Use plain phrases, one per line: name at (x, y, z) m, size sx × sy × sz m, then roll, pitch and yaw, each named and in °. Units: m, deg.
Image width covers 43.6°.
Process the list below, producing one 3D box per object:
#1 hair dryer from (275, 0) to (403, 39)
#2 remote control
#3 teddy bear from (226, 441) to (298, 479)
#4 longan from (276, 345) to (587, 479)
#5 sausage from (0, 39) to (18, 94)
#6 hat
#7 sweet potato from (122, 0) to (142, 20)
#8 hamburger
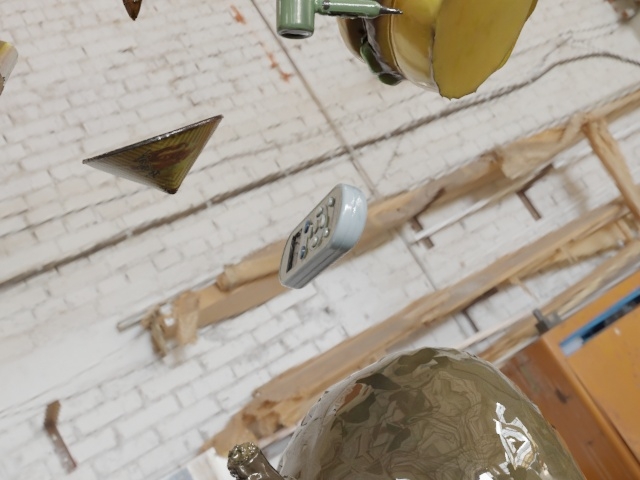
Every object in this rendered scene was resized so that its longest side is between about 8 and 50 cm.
hair dryer at (0.023, -0.272, 0.933) m, size 0.150 × 0.071 × 0.047 m, roll 1°, pitch -2°, yaw -4°
remote control at (0.000, 0.000, 1.034) m, size 0.047 × 0.087 × 0.244 m, roll 13°, pitch -22°, yaw -17°
teddy bear at (-0.046, 0.202, 0.547) m, size 0.078 × 0.119 × 0.160 m, roll -25°, pitch -8°, yaw 30°
longan at (0.128, 0.362, 0.948) m, size 0.404 × 0.436 × 0.404 m, roll -28°, pitch 10°, yaw 5°
sausage at (-0.615, -0.327, 1.497) m, size 0.082 × 0.082 × 0.371 m, roll -32°, pitch 26°, yaw -2°
hat at (-0.206, -0.099, 1.052) m, size 0.193 × 0.082 × 0.193 m, roll -19°, pitch 11°, yaw 4°
sweet potato at (-0.292, -0.460, 1.213) m, size 0.057 × 0.265 × 0.057 m, roll -6°, pitch -7°, yaw -1°
hamburger at (0.198, -0.466, 1.464) m, size 0.395 × 0.277 × 0.396 m, roll -36°, pitch -37°, yaw -33°
